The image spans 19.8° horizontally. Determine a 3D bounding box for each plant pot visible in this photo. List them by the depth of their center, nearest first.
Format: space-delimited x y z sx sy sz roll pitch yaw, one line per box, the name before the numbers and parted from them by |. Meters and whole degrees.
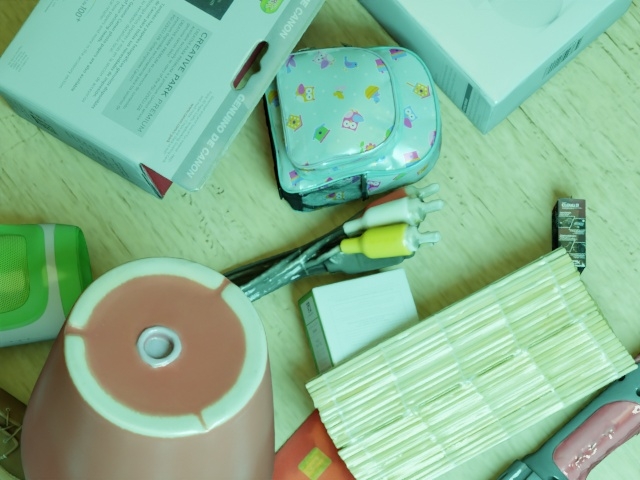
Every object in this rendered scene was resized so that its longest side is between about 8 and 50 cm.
plant pot | -0.164 0.157 1.820 0.275 0.243 0.275 4 59 -7

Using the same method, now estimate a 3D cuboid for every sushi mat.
sushi mat | 0.154 0.140 1.886 0.316 0.019 0.151 -28 81 -7

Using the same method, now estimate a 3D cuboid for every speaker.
speaker | -0.394 0.058 1.944 0.296 0.131 0.131 -8 78 -1

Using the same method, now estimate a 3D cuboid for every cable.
cable | 0.000 0.000 1.965 0.287 0.139 0.072 -13 119 12

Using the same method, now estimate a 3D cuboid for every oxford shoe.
oxford shoe | -0.328 0.203 1.938 0.212 0.076 0.076 34 79 6

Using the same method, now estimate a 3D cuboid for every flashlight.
flashlight | 0.309 0.202 1.914 0.304 0.103 0.103 -41 75 -9

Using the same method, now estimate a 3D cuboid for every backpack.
backpack | 0.039 -0.130 1.971 0.188 0.144 0.166 -8 72 -4

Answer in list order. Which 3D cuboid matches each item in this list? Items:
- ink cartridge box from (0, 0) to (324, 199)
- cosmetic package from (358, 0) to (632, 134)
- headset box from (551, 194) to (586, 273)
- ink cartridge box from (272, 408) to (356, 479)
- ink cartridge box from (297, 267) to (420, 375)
ink cartridge box | -0.154 -0.217 1.984 0.272 0.130 0.309 31 80 14
cosmetic package | 0.190 -0.280 2.001 0.224 0.138 0.224 -41 82 -7
headset box | 0.268 -0.006 1.980 0.032 0.062 0.083 2 77 1
ink cartridge box | 0.001 0.360 1.904 0.261 0.066 0.296 40 81 7
ink cartridge box | 0.060 0.143 1.936 0.109 0.062 0.209 -12 78 -21
